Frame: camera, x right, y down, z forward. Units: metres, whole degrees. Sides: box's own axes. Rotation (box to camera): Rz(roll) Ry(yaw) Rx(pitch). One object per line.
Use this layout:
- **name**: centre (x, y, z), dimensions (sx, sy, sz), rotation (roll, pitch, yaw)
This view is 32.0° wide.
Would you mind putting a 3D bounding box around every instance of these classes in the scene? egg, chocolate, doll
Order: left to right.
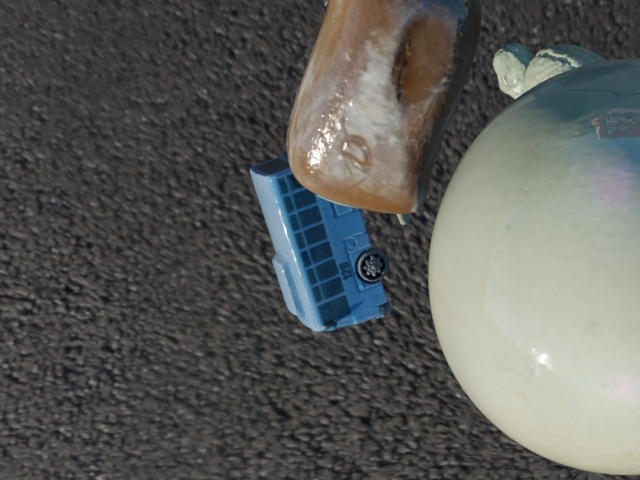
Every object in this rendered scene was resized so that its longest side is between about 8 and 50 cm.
- **chocolate**: centre (0.059, -0.143, 1.059), dimensions (0.161, 0.083, 0.261), rotation (12, 111, -4)
- **doll**: centre (0.209, -0.100, 0.896), dimensions (0.071, 0.103, 0.214), rotation (-29, 39, -9)
- **egg**: centre (0.123, 0.002, 0.452), dimensions (0.151, 0.209, 0.151), rotation (9, 121, 15)

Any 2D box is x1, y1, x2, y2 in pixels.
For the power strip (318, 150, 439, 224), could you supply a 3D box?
- **power strip**: centre (0.068, -0.127, 1.377), dimensions (0.167, 0.054, 0.253), rotation (7, 54, -16)

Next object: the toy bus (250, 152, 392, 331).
- **toy bus**: centre (0.000, 0.000, 1.449), dimensions (0.133, 0.116, 0.234), rotation (-21, 106, -15)
